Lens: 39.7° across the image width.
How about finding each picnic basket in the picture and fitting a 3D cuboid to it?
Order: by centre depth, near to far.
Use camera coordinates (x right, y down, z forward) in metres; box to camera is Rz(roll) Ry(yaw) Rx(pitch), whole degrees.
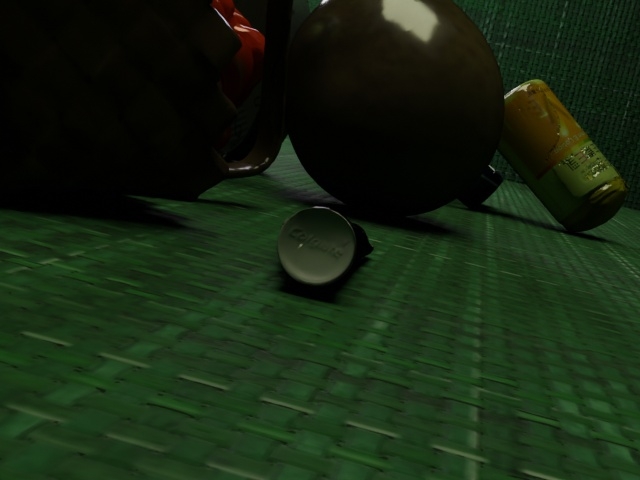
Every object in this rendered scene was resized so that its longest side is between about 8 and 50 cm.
[{"bbox_3d":[-0.154,-0.163,0.689,0.321,0.254,0.291,-9,21,-39],"label":"picnic basket"}]

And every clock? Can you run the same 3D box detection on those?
[{"bbox_3d":[-0.124,-0.261,1.216,0.061,0.312,0.313,-5,18,-38],"label":"clock"}]

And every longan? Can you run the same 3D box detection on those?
[{"bbox_3d":[0.077,-0.154,0.980,0.258,0.258,0.258,12,9,-2],"label":"longan"}]

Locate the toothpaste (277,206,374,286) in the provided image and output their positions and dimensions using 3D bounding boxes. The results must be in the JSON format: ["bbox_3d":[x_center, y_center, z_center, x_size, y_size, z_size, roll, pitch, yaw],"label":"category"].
[{"bbox_3d":[0.000,0.000,0.585,0.071,0.045,0.193,13,3,4],"label":"toothpaste"}]

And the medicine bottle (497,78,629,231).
[{"bbox_3d":[0.357,-0.123,1.340,0.239,0.124,0.124,53,21,13],"label":"medicine bottle"}]

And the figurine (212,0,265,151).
[{"bbox_3d":[-0.248,-0.242,1.068,0.306,0.241,0.412,20,12,-29],"label":"figurine"}]

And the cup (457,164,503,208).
[{"bbox_3d":[0.135,-0.177,1.437,0.242,0.307,0.292,-19,1,17],"label":"cup"}]
